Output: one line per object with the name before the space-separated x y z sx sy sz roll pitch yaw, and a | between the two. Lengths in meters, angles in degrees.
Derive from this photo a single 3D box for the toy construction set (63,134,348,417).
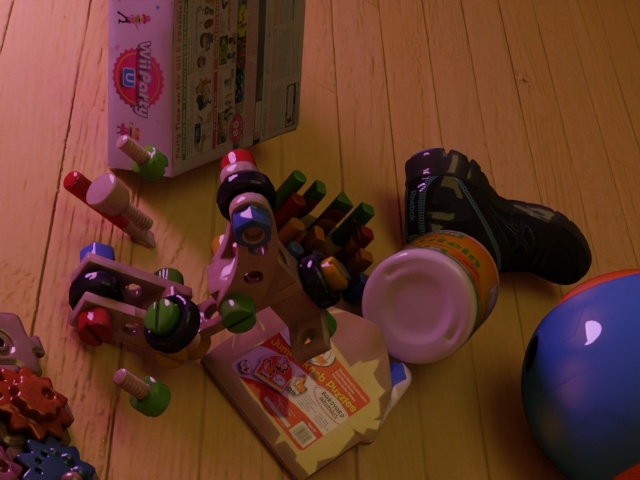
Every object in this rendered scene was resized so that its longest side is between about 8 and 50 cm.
toy construction set | -0.118 0.039 1.696 0.237 0.257 0.309 40 1 -42

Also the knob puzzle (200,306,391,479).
knob puzzle | -0.008 0.148 1.755 0.213 0.030 0.213 8 59 -13

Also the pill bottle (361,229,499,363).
pill bottle | 0.144 0.060 1.981 0.136 0.136 0.246 45 17 5

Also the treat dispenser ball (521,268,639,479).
treat dispenser ball | 0.391 0.179 1.986 0.288 0.288 0.288 30 32 -21

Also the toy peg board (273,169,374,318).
toy peg board | 0.000 0.000 1.966 0.161 0.079 0.160 24 34 -28

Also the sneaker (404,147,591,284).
sneaker | 0.238 0.003 2.242 0.341 0.125 0.139 26 61 -31

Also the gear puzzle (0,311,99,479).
gear puzzle | -0.309 0.110 1.488 0.175 0.044 0.339 7 45 -46

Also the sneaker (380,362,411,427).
sneaker | 0.047 0.160 1.832 0.084 0.058 0.152 49 36 -6

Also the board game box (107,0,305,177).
board game box | -0.131 -0.217 1.942 0.098 0.224 0.303 11 18 25
